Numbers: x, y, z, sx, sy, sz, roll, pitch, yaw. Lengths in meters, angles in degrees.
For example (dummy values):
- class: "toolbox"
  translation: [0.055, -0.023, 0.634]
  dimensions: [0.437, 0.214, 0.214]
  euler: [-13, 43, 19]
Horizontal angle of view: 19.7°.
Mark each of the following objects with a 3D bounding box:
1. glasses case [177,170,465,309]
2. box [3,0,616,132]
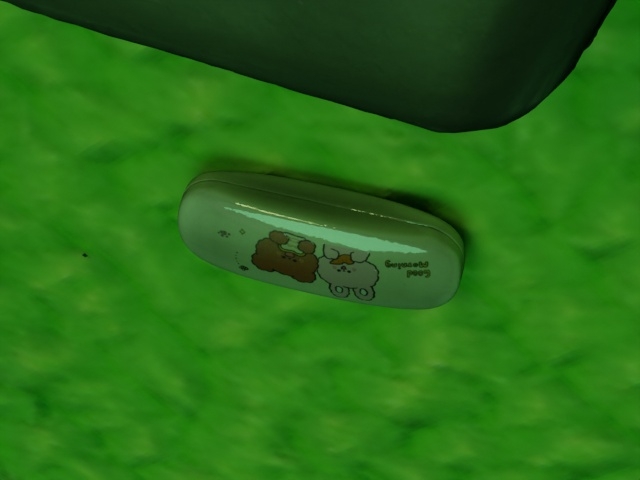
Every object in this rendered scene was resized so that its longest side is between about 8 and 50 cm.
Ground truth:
- class: "glasses case"
  translation: [0.000, 0.000, 0.528]
  dimensions: [0.083, 0.021, 0.032]
  euler: [12, 137, 7]
- class: "box"
  translation: [-0.030, -0.120, 0.325]
  dimensions: [0.210, 0.129, 0.148]
  euler: [18, 139, 0]
